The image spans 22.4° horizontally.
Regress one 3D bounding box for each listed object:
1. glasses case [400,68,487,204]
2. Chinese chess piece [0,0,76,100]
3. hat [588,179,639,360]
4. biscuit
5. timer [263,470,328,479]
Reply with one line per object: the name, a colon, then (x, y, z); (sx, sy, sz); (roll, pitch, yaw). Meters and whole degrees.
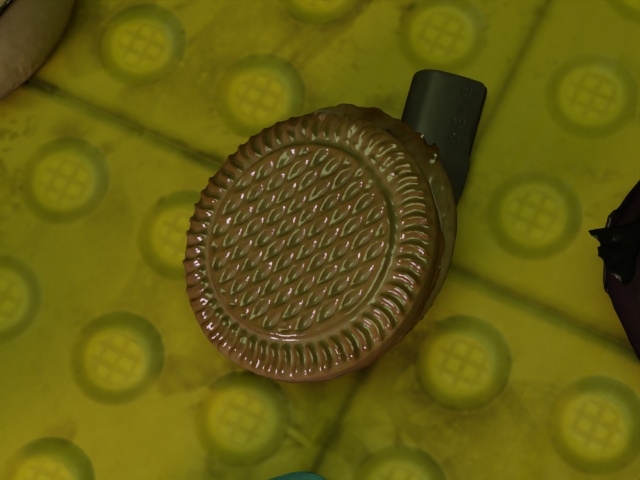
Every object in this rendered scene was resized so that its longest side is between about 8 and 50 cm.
glasses case: (0.096, -0.061, 1.466); (0.072, 0.042, 0.191); (16, 73, 2)
Chinese chess piece: (-0.394, -0.272, 1.531); (0.338, 0.140, 0.338); (-2, 73, 5)
hat: (0.361, -0.026, 1.341); (0.238, 0.209, 0.336); (19, 73, 14)
biscuit: (0.000, 0.000, 1.404); (0.259, 0.079, 0.259); (-9, 69, 24)
timer: (-0.071, 0.328, 1.326); (0.250, 0.091, 0.232); (-12, 68, -22)
